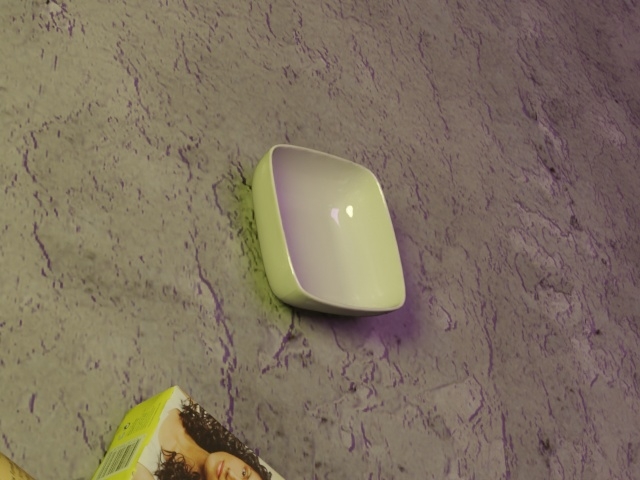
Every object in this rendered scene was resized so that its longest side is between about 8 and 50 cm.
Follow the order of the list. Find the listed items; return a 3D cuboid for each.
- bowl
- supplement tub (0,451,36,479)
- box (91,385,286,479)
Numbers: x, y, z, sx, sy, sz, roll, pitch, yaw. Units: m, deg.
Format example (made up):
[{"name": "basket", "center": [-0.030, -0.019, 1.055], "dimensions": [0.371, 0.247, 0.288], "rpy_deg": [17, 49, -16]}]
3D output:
[{"name": "bowl", "center": [0.000, 0.000, 1.044], "dimensions": [0.142, 0.053, 0.142], "rpy_deg": [11, 58, -44]}, {"name": "supplement tub", "center": [-0.187, 0.209, 0.543], "dimensions": [0.331, 0.241, 0.241], "rpy_deg": [44, 40, -19]}, {"name": "box", "center": [-0.046, 0.206, 0.854], "dimensions": [0.232, 0.058, 0.087], "rpy_deg": [44, 41, -21]}]
